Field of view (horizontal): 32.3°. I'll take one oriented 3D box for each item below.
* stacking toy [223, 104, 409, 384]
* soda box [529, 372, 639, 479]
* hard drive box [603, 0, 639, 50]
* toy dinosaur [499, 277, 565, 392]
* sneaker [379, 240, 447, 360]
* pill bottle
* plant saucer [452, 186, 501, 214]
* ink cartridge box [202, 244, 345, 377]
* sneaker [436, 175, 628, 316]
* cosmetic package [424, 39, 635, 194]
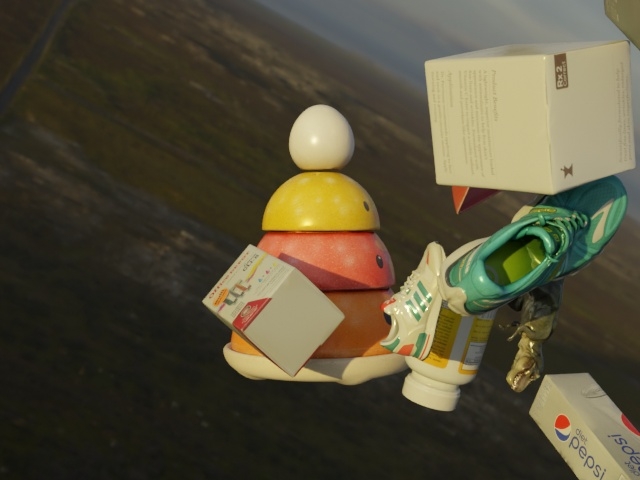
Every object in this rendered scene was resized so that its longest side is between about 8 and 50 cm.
[{"bbox_3d":[0.000,0.000,1.957,0.350,0.480,0.350,-1,3,0],"label":"stacking toy"},{"bbox_3d":[0.469,0.342,1.844,0.098,0.091,0.286,2,31,-24],"label":"soda box"},{"bbox_3d":[0.388,-0.253,1.086,0.181,0.089,0.232,-8,23,6],"label":"hard drive box"},{"bbox_3d":[0.272,0.058,1.444,0.118,0.268,0.064,22,1,5],"label":"toy dinosaur"},{"bbox_3d":[0.122,0.077,1.472,0.075,0.161,0.057,11,5,-7],"label":"sneaker"},{"bbox_3d":[0.196,0.148,1.689,0.117,0.209,0.117,15,8,-2],"label":"pill bottle"},{"bbox_3d":[0.320,-0.190,1.814,0.047,0.259,0.258,37,39,24],"label":"plant saucer"},{"bbox_3d":[-0.076,0.106,1.721,0.127,0.128,0.176,44,-10,-27],"label":"ink cartridge box"},{"bbox_3d":[0.265,0.004,1.289,0.107,0.275,0.110,56,-22,3],"label":"sneaker"},{"bbox_3d":[0.240,-0.145,1.267,0.151,0.151,0.183,-17,17,-37],"label":"cosmetic package"}]
